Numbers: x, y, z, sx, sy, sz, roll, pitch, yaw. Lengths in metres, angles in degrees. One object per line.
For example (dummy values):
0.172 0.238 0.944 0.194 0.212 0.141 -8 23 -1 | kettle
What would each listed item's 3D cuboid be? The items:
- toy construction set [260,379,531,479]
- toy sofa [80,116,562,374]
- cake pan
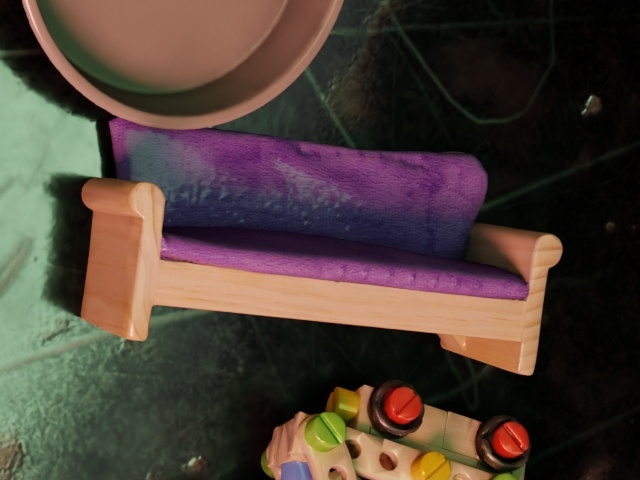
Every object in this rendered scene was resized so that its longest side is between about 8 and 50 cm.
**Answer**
0.071 0.239 1.350 0.327 0.151 0.215 27 59 -29 | toy construction set
0.000 0.000 1.305 0.362 0.150 0.177 7 92 -22 | toy sofa
-0.108 -0.234 1.263 0.293 0.054 0.293 -10 109 -30 | cake pan
